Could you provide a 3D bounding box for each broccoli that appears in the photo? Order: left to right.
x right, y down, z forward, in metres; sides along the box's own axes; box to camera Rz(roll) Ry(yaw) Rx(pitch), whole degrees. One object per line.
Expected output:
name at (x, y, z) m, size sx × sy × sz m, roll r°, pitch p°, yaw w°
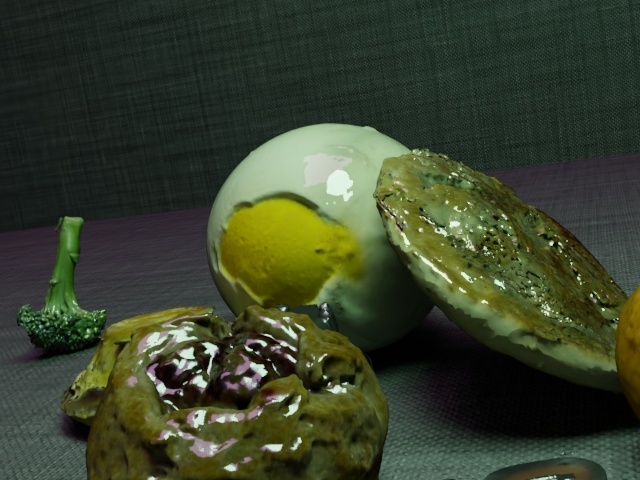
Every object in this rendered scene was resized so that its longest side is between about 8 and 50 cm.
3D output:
broccoli at (-0.377, 0.066, 1.238) m, size 0.122 × 0.204 × 0.118 m, roll 4°, pitch 8°, yaw -12°

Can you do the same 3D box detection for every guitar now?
guitar at (0.157, 0.195, 0.509) m, size 0.088 × 0.025 × 0.233 m, roll -10°, pitch 11°, yaw 3°

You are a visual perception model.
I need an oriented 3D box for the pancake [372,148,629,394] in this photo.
pancake at (0.196, 0.022, 0.820) m, size 0.356 × 0.065 × 0.356 m, roll 28°, pitch 25°, yaw -14°

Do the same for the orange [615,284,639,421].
orange at (0.305, 0.084, 0.601) m, size 0.178 × 0.155 × 0.177 m, roll -25°, pitch 43°, yaw 25°

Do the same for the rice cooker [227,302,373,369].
rice cooker at (-0.052, 0.132, 0.787) m, size 0.203 × 0.118 × 0.142 m, roll -13°, pitch 10°, yaw 1°

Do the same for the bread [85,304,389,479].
bread at (-0.066, 0.135, 0.612) m, size 0.230 × 0.123 × 0.230 m, roll -8°, pitch 35°, yaw 6°

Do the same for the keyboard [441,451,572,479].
keyboard at (0.057, 0.196, 0.462) m, size 0.381 × 0.041 × 0.103 m, roll -25°, pitch 17°, yaw -40°

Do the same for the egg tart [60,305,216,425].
egg tart at (-0.178, 0.135, 0.946) m, size 0.241 × 0.106 × 0.241 m, roll -10°, pitch 7°, yaw 1°

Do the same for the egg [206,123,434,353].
egg at (0.000, 0.000, 1.024) m, size 0.283 × 0.283 × 0.345 m, roll -16°, pitch 8°, yaw -30°
